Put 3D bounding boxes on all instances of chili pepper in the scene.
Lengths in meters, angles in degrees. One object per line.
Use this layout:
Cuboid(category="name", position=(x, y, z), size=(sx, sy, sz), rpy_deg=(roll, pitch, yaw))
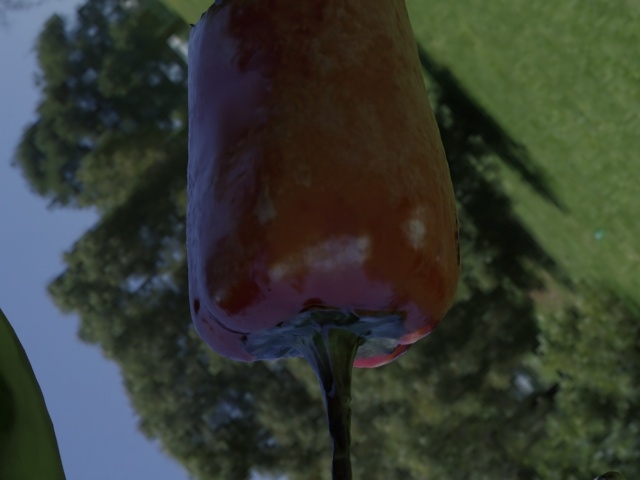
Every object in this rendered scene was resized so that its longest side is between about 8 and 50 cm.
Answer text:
Cuboid(category="chili pepper", position=(0.000, 0.000, 0.451), size=(0.086, 0.084, 0.192), rpy_deg=(80, -176, -71))

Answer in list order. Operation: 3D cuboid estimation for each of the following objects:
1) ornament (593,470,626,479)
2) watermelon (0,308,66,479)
Cuboid(category="ornament", position=(0.183, 0.202, 0.788), size=(0.059, 0.201, 0.180), rpy_deg=(-4, 110, 65))
Cuboid(category="watermelon", position=(-0.180, 0.079, 0.336), size=(0.331, 0.189, 0.331), rpy_deg=(28, -128, -43))
